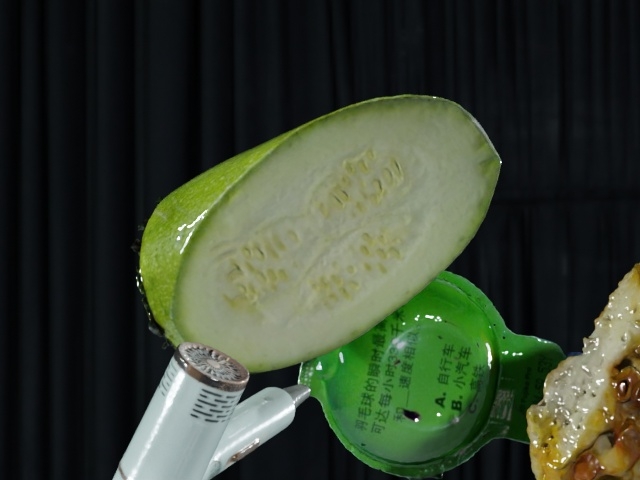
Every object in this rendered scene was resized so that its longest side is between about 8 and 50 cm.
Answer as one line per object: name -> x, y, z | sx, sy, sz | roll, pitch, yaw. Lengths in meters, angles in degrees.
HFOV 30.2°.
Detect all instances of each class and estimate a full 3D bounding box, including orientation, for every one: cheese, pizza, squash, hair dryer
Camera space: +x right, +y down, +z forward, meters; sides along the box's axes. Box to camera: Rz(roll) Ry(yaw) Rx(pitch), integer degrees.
cheese -> 0.134, 0.135, 1.148 | 0.320, 0.204, 0.083 | 12, -4, -17
pizza -> 0.280, 0.136, 0.989 | 0.182, 0.365, 0.074 | 39, -7, -17
squash -> 0.000, 0.000, 0.957 | 0.260, 0.189, 0.189 | -17, -11, 38
hair dryer -> -0.056, 0.126, 0.666 | 0.044, 0.155, 0.183 | 33, 13, 20
